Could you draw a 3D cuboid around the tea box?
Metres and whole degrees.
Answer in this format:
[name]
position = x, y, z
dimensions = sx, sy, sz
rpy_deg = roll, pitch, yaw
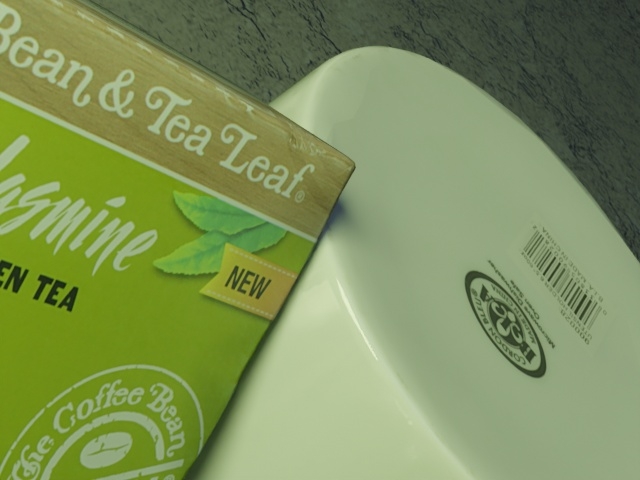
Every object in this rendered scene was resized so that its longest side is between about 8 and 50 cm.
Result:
[tea box]
position = -0.222, 0.018, 0.591
dimensions = 0.220, 0.324, 0.329
rpy_deg = 31, 5, 42

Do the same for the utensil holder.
[utensil holder]
position = -0.033, 0.128, 0.837
dimensions = 0.327, 0.385, 0.328
rpy_deg = 34, 36, -29
